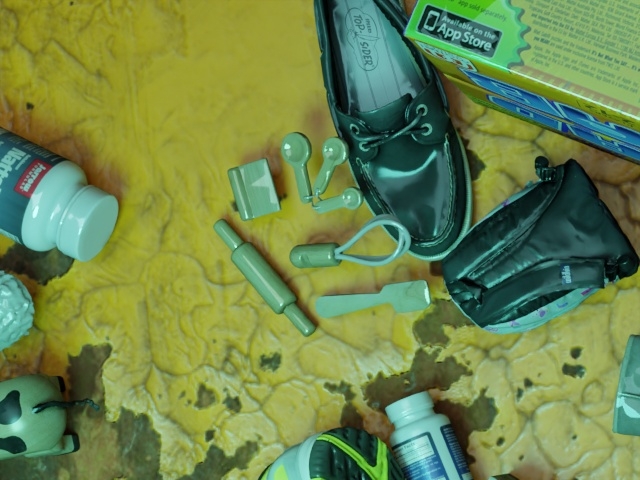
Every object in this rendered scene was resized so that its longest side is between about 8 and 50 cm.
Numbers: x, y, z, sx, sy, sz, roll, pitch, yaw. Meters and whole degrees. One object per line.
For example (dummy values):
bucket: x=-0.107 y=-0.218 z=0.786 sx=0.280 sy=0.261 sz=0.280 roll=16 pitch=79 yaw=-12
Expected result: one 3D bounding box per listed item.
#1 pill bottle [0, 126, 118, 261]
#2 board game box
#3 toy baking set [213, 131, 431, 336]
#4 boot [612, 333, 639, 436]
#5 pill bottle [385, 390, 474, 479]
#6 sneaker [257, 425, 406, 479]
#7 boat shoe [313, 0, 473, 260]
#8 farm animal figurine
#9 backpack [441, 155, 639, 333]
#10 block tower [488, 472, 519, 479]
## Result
pill bottle: x=-0.318 y=-0.050 z=1.928 sx=0.180 sy=0.108 sz=0.108 roll=25 pitch=91 yaw=16
board game box: x=0.339 y=-0.259 z=1.634 sx=0.356 sy=0.356 sz=0.356 roll=23 pitch=91 yaw=17
toy baking set: x=-0.005 y=0.003 z=1.839 sx=0.197 sy=0.030 sz=0.256 roll=-45 pitch=76 yaw=33
boot: x=0.391 y=0.194 z=1.720 sx=0.208 sy=0.076 sz=0.189 roll=7 pitch=72 yaw=9
pill bottle: x=0.111 y=0.219 z=1.800 sx=0.067 sy=0.067 sz=0.120 roll=-24 pitch=79 yaw=12
sneaker: x=0.053 y=0.379 z=1.785 sx=0.147 sy=0.145 sz=0.384 roll=-22 pitch=85 yaw=49
boat shoe: x=0.068 y=-0.145 z=1.825 sx=0.127 sy=0.113 sz=0.340 roll=-14 pitch=81 yaw=14
farm animal figurine: x=-0.400 y=0.239 z=1.884 sx=0.327 sy=0.172 sz=0.330 roll=-32 pitch=78 yaw=8
backpack: x=0.217 y=0.022 z=1.767 sx=0.182 sy=0.115 sz=0.152 roll=-34 pitch=65 yaw=11
block tower: x=0.300 y=0.351 z=1.722 sx=0.335 sy=0.091 sz=0.097 roll=30 pitch=92 yaw=17
